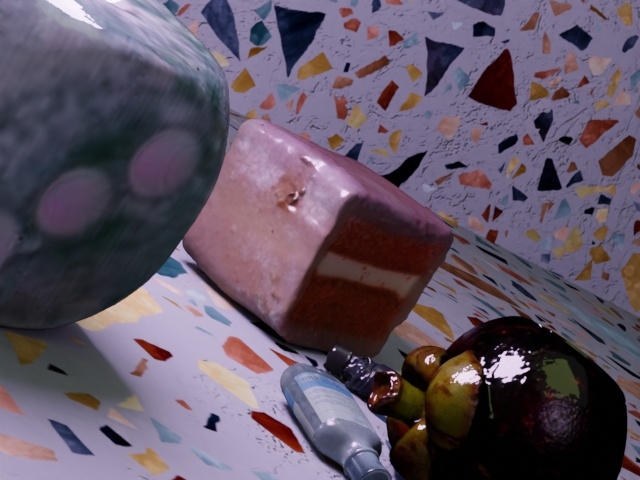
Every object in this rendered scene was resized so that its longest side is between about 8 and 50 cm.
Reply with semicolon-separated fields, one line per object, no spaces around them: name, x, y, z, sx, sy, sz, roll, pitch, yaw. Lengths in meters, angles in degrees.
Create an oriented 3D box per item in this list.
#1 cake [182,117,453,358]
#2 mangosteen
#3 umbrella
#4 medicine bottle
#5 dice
cake;0.000;0.000;2.229;0.230;0.237;0.309;40;12;36
mangosteen;0.198;0.203;1.823;0.287;0.233;0.287;41;-2;2
umbrella;0.104;0.202;2.090;0.224;0.080;0.071;31;45;10
medicine bottle;0.022;0.214;1.828;0.090;0.054;0.208;28;15;-33
dice;-0.323;-0.125;1.650;0.328;0.348;0.330;20;22;-47
